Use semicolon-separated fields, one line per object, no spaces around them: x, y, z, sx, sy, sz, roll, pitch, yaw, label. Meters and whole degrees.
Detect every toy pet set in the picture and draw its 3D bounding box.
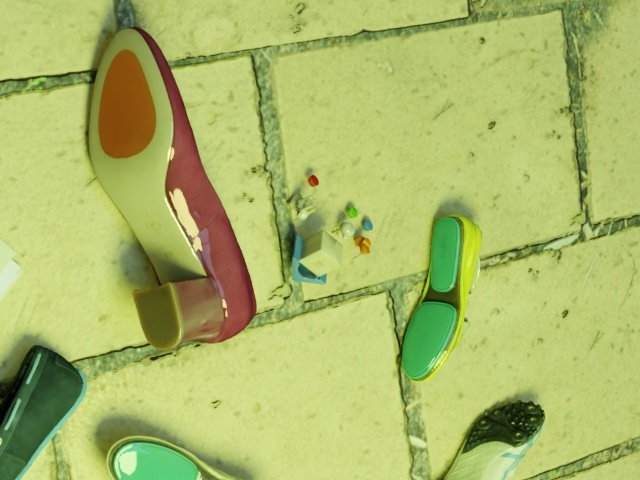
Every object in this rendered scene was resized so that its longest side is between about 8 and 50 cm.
0.000;0.000;1.867;0.122;0.065;0.114;39;40;-32;toy pet set

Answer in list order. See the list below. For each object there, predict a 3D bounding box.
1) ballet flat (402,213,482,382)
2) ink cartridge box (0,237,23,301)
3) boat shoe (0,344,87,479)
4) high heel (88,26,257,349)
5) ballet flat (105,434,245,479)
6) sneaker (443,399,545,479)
0.172;0.080;1.965;0.077;0.077;0.230;17;84;-49;ballet flat
-0.413;0.017;1.592;0.198;0.067;0.115;43;73;-28;ink cartridge box
-0.370;0.227;1.637;0.089;0.109;0.258;47;54;-19;boat shoe
-0.166;-0.063;1.742;0.181;0.127;0.377;-13;99;-60;high heel
-0.158;0.296;1.775;0.248;0.086;0.086;31;79;-25;ballet flat
0.228;0.316;2.025;0.237;0.085;0.086;-48;143;-22;sneaker
